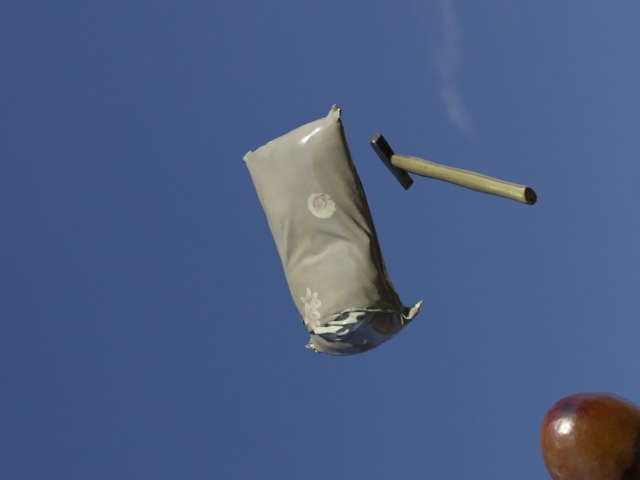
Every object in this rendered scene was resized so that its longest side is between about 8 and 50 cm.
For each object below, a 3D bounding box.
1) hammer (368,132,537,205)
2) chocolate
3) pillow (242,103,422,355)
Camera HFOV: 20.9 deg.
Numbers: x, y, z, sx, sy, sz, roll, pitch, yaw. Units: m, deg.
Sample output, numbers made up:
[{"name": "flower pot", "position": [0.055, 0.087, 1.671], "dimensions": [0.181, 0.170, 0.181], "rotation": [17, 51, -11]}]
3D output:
[{"name": "hammer", "position": [0.113, -0.051, 1.447], "dimensions": [0.013, 0.199, 0.062], "rotation": [-47, -57, -16]}, {"name": "chocolate", "position": [0.364, 0.266, 2.269], "dimensions": [0.177, 0.176, 0.177], "rotation": [27, -125, -47]}, {"name": "pillow", "position": [0.000, 0.000, 1.840], "dimensions": [0.059, 0.169, 0.255], "rotation": [-20, -91, -46]}]
